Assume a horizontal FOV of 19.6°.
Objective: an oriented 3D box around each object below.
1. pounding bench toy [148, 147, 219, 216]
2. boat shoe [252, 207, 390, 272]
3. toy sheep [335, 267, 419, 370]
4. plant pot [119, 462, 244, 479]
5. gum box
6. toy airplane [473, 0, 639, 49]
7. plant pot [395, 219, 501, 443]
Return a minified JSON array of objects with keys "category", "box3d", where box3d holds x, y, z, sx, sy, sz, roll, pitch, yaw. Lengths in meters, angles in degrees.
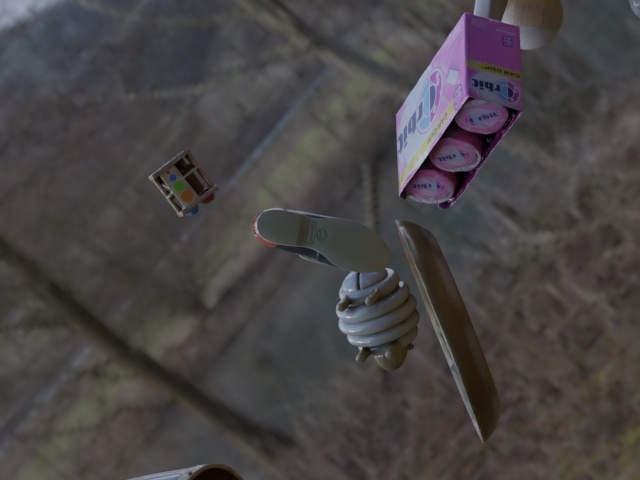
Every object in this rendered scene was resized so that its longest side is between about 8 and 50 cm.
[{"category":"pounding bench toy","box3d":[-0.155,-0.062,2.103,0.052,0.065,0.083,-38,5,-8]},{"category":"boat shoe","box3d":[0.000,0.000,1.789,0.043,0.137,0.049,149,134,-78]},{"category":"toy sheep","box3d":[0.056,0.070,1.863,0.091,0.132,0.091,-15,17,5]},{"category":"plant pot","box3d":[-0.220,0.351,1.925,0.254,0.237,0.237,-4,24,23]},{"category":"gum box","box3d":[0.134,-0.125,1.854,0.188,0.062,0.107,124,154,-52]},{"category":"toy airplane","box3d":[0.246,-0.332,2.174,0.384,0.386,0.272,-16,-49,-18]},{"category":"plant pot","box3d":[0.130,0.084,1.825,0.032,0.236,0.236,-21,3,2]}]
